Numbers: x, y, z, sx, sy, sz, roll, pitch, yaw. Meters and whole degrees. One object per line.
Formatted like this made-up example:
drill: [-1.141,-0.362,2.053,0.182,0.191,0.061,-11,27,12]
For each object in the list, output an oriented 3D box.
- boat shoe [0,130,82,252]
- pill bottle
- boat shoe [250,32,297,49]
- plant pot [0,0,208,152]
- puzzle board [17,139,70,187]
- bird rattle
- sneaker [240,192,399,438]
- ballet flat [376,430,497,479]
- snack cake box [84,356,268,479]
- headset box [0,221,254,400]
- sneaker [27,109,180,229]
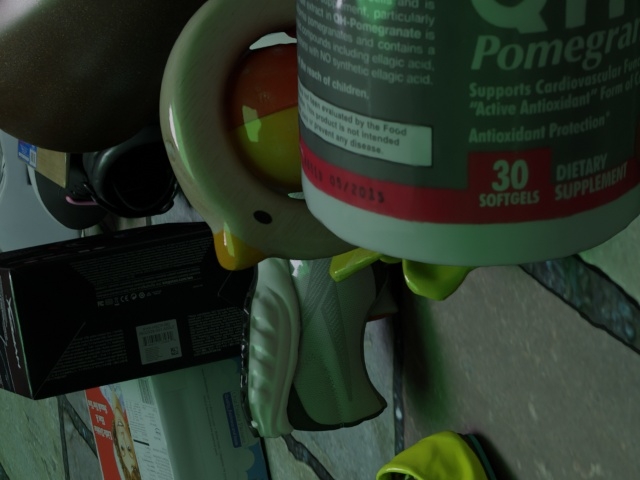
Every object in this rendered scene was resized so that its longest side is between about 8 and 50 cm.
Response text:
boat shoe: [-0.280,-0.081,1.817,0.267,0.096,0.088,92,-170,-45]
pill bottle: [0.073,-0.163,0.838,0.176,0.176,0.318,-138,40,-56]
boat shoe: [-0.015,-0.130,1.176,0.184,0.066,0.063,-6,58,40]
plant pot: [-0.159,-0.209,1.395,0.230,0.215,0.215,-32,71,51]
puzzle board: [-0.249,-0.108,1.634,0.128,0.011,0.096,28,118,58]
bird rattle: [0.011,-0.085,1.009,0.143,0.207,0.253,9,114,63]
sneaker: [0.000,0.000,1.237,0.100,0.108,0.271,100,171,-81]
ballet flat: [0.102,0.214,1.104,0.077,0.077,0.231,100,149,-43]
snack cake box: [-0.139,0.175,1.664,0.264,0.089,0.152,180,77,-68]
headset box: [-0.186,0.053,1.539,0.293,0.218,0.110,180,80,-68]
sneaker: [-0.197,-0.060,1.655,0.295,0.105,0.147,117,141,-52]
